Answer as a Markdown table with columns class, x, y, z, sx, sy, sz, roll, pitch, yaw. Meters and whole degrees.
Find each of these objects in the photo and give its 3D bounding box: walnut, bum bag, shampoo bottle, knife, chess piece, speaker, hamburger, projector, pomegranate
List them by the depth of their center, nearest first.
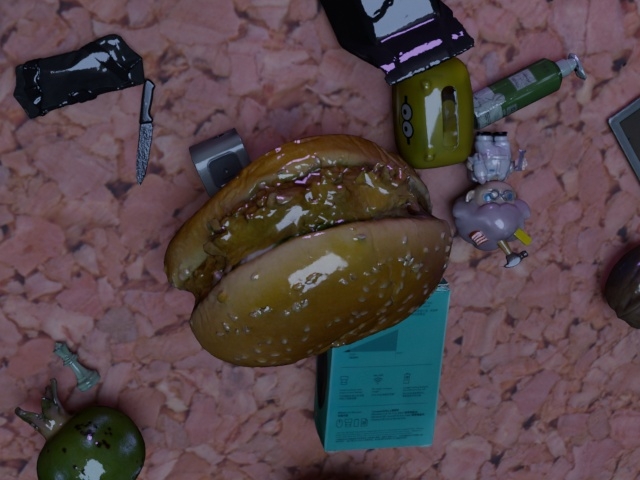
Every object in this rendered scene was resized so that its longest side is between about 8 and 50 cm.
| class | x | y | z | sx | sy | sz | roll | pitch | yaw |
| --- | --- | --- | --- | --- | --- | --- | --- | --- | --- |
| speaker | 0.068 | -0.436 | 1.208 | 0.180 | 0.184 | 0.388 | -27 | 110 | -2 |
| hamburger | 0.000 | 0.000 | 1.221 | 0.445 | 0.268 | 0.287 | -16 | 151 | -14 |
| bum bag | -0.362 | -0.244 | 1.251 | 0.198 | 0.049 | 0.087 | -19 | 115 | -6 |
| knife | -0.275 | -0.168 | 1.316 | 0.023 | 0.010 | 0.170 | 8 | 108 | -8 |
| projector | -0.152 | -0.120 | 1.317 | 0.082 | 0.083 | 0.083 | -24 | 112 | -4 |
| pomegranate | -0.397 | 0.335 | 1.376 | 0.181 | 0.181 | 0.224 | -40 | 93 | 3 |
| shampoo bottle | 0.338 | -0.251 | 1.389 | 0.204 | 0.065 | 0.065 | -27 | 111 | -3 |
| chess piece | -0.410 | 0.205 | 1.395 | 0.042 | 0.042 | 0.093 | -36 | 104 | 1 |
| walnut | 0.596 | 0.081 | 1.516 | 0.140 | 0.140 | 0.162 | 29 | 115 | -19 |

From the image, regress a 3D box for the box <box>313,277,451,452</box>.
| class | x | y | z | sx | sy | sz | roll | pitch | yaw |
| --- | --- | --- | --- | --- | --- | --- | --- | --- | --- |
| box | 0.101 | 0.203 | 1.457 | 0.205 | 0.118 | 0.311 | -1 | 109 | -14 |

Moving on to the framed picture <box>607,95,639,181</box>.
| class | x | y | z | sx | sy | sz | roll | pitch | yaw |
| --- | --- | --- | --- | --- | --- | --- | --- | --- | --- |
| framed picture | 0.678 | -0.210 | 1.500 | 0.296 | 0.019 | 0.232 | -35 | 111 | 1 |

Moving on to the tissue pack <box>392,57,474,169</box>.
| class | x | y | z | sx | sy | sz | roll | pitch | yaw |
| --- | --- | --- | --- | --- | --- | --- | --- | --- | --- |
| tissue pack | 0.181 | -0.203 | 1.339 | 0.123 | 0.127 | 0.178 | -9 | 110 | -11 |

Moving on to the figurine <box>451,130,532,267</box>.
| class | x | y | z | sx | sy | sz | roll | pitch | yaw |
| --- | --- | --- | --- | --- | --- | --- | --- | --- | --- |
| figurine | 0.287 | -0.070 | 1.418 | 0.137 | 0.112 | 0.229 | -3 | 95 | -19 |
